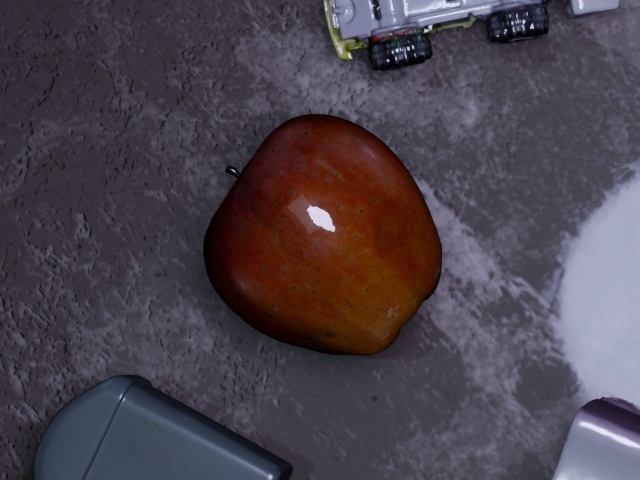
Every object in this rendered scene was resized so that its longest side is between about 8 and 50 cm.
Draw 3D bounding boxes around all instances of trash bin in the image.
[{"bbox_3d":[-0.167,0.242,1.763,0.236,0.101,0.176,26,89,10],"label":"trash bin"}]

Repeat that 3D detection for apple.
[{"bbox_3d":[-0.001,0.000,1.687,0.234,0.234,0.234,-1,85,12],"label":"apple"}]

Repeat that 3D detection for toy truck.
[{"bbox_3d":[0.143,-0.248,1.728,0.286,0.111,0.136,-10,93,9],"label":"toy truck"}]

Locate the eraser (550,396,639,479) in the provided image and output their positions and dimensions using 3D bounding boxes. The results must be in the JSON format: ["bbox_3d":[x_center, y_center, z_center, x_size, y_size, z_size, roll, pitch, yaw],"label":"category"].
[{"bbox_3d":[0.383,0.256,1.551,0.359,0.272,0.122,21,90,14],"label":"eraser"}]
